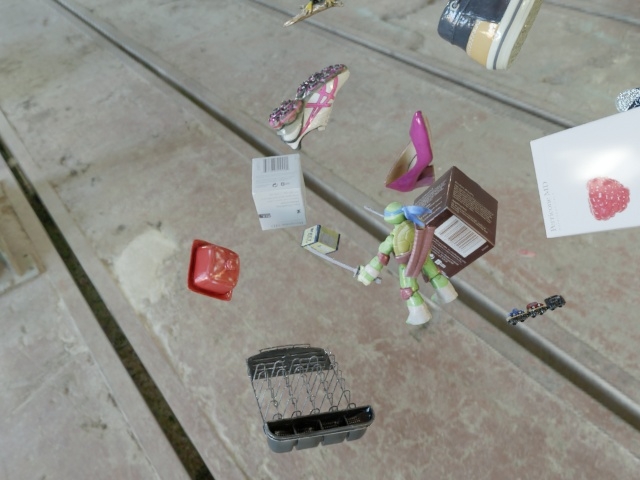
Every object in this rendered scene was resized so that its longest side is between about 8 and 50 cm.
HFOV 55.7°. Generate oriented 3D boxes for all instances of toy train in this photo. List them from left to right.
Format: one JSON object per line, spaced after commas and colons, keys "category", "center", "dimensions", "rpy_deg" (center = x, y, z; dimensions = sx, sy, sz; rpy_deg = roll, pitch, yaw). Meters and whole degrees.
{"category": "toy train", "center": [0.516, 0.165, 1.457], "dimensions": [0.158, 0.027, 0.036], "rpy_deg": [-18, 69, -11]}

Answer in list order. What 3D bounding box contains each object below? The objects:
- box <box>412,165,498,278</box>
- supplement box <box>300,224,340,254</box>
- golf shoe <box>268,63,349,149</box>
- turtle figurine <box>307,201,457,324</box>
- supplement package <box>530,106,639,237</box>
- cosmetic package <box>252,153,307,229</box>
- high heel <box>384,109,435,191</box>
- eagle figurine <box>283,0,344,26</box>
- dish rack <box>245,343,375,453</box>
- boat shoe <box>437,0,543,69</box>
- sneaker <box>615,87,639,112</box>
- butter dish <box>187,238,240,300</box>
{"category": "box", "center": [0.343, -0.048, 1.581], "dimensions": [0.168, 0.167, 0.203], "rpy_deg": [37, 40, -11]}
{"category": "supplement box", "center": [0.000, 0.000, 1.823], "dimensions": [0.083, 0.083, 0.056], "rpy_deg": [-20, 53, 52]}
{"category": "golf shoe", "center": [-0.011, -0.249, 1.117], "dimensions": [0.186, 0.086, 0.067], "rpy_deg": [-46, 32, -12]}
{"category": "turtle figurine", "center": [0.172, 0.042, 1.365], "dimensions": [0.275, 0.266, 0.198], "rpy_deg": [-21, 13, 30]}
{"category": "supplement package", "center": [0.513, -0.112, 0.952], "dimensions": [0.175, 0.177, 0.293], "rpy_deg": [-9, -2, -30]}
{"category": "cosmetic package", "center": [-0.126, -0.151, 1.905], "dimensions": [0.151, 0.183, 0.151], "rpy_deg": [-7, 52, 3]}
{"category": "high heel", "center": [0.289, -0.287, 2.044], "dimensions": [0.181, 0.377, 0.127], "rpy_deg": [-6, 54, 10]}
{"category": "eagle figurine", "center": [-0.039, -0.768, 1.647], "dimensions": [0.226, 0.298, 0.225], "rpy_deg": [-31, 27, -13]}
{"category": "dish rack", "center": [-0.035, 0.293, 1.202], "dimensions": [0.208, 0.074, 0.271], "rpy_deg": [-2, 34, -20]}
{"category": "boat shoe", "center": [0.359, -0.531, 1.083], "dimensions": [0.156, 0.187, 0.500], "rpy_deg": [24, 76, 17]}
{"category": "sneaker", "center": [0.842, -0.323, 1.417], "dimensions": [0.163, 0.086, 0.226], "rpy_deg": [-3, 15, -36]}
{"category": "butter dish", "center": [-0.285, 0.077, 1.727], "dimensions": [0.118, 0.160, 0.160], "rpy_deg": [-18, 60, 42]}
